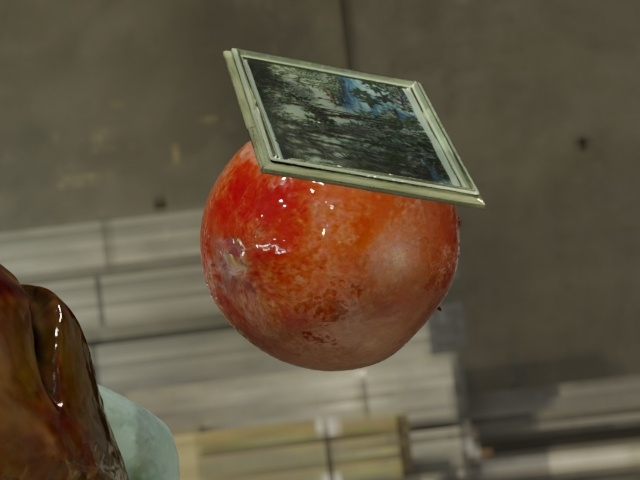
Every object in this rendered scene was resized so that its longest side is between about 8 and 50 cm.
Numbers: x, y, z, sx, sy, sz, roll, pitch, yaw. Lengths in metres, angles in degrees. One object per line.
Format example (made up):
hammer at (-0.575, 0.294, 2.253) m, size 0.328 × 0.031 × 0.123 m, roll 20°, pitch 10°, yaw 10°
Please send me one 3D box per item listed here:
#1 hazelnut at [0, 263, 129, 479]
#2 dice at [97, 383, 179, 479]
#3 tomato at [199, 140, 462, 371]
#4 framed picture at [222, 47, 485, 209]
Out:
hazelnut at (-0.229, 0.121, 1.171) m, size 0.217 × 0.217 × 0.251 m, roll -8°, pitch -45°, yaw 33°
dice at (-0.284, 0.220, 1.558) m, size 0.268 × 0.265 × 0.262 m, roll 26°, pitch -14°, yaw -21°
tomato at (0.000, 0.000, 2.014) m, size 0.264 × 0.265 × 0.265 m, roll -7°, pitch -1°, yaw 0°
framed picture at (0.018, -0.075, 1.256) m, size 0.142 × 0.011 × 0.183 m, roll 9°, pitch 26°, yaw -15°
